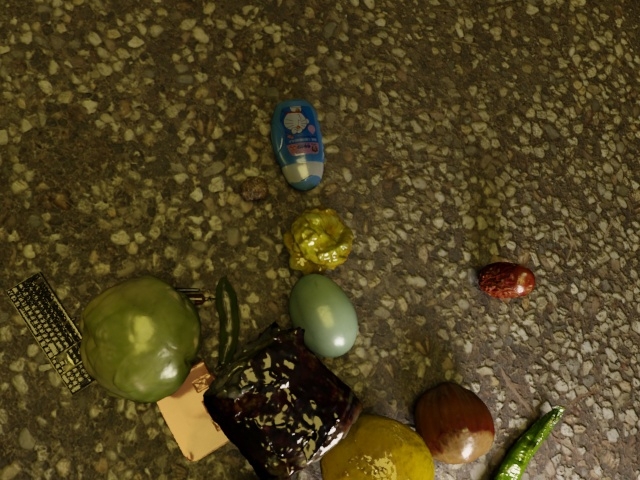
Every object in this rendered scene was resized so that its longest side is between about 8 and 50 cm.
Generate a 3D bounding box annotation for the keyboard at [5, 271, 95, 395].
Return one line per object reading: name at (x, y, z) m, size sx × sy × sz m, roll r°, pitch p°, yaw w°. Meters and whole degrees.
keyboard at (-0.663, 0.229, 1.195) m, size 0.106 × 0.027 × 0.317 m, roll -34°, pitch 87°, yaw -14°

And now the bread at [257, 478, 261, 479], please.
bread at (-0.058, 0.695, 1.075) m, size 0.337 × 0.358 × 0.204 m, roll 47°, pitch 59°, yaw -6°

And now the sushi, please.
sushi at (-0.100, 0.383, 1.134) m, size 0.299 × 0.281 × 0.294 m, roll -40°, pitch 97°, yaw -41°

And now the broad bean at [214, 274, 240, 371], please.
broad bean at (-0.248, 0.219, 1.269) m, size 0.065 × 0.046 × 0.254 m, roll 1°, pitch 80°, yaw -12°

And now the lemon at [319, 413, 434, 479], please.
lemon at (0.135, 0.559, 1.179) m, size 0.311 × 0.253 × 0.253 m, roll 23°, pitch 76°, yaw -3°

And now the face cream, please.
face cream at (-0.063, -0.270, 1.376) m, size 0.149 × 0.083 × 0.263 m, roll -9°, pitch 82°, yaw -9°

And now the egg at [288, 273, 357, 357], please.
egg at (0.005, 0.197, 1.259) m, size 0.168 × 0.168 × 0.230 m, roll -25°, pitch 84°, yaw -14°

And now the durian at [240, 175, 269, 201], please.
durian at (-0.184, -0.141, 1.329) m, size 0.080 × 0.080 × 0.091 m, roll 9°, pitch 35°, yaw -9°

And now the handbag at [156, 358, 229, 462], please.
handbag at (-0.311, 0.431, 1.211) m, size 0.157 × 0.059 × 0.212 m, roll -29°, pitch 88°, yaw -14°

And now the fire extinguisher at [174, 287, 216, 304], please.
fire extinguisher at (-0.367, 0.150, 1.268) m, size 0.173 × 0.035 × 0.049 m, roll 0°, pitch 42°, yaw -11°

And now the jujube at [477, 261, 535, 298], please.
jujube at (0.538, 0.114, 1.376) m, size 0.112 × 0.176 × 0.109 m, roll -7°, pitch 85°, yaw -19°

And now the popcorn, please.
popcorn at (-0.004, 0.000, 1.304) m, size 0.198 × 0.155 × 0.197 m, roll 18°, pitch 54°, yaw -26°

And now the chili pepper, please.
chili pepper at (0.571, 0.608, 1.344) m, size 0.085 × 0.076 × 0.359 m, roll 45°, pitch 77°, yaw -28°

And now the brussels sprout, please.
brussels sprout at (-0.423, 0.220, 1.129) m, size 0.316 × 0.243 × 0.273 m, roll 44°, pitch 107°, yaw 24°

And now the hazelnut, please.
hazelnut at (0.358, 0.487, 1.270) m, size 0.210 × 0.186 × 0.210 m, roll 0°, pitch 91°, yaw 2°
